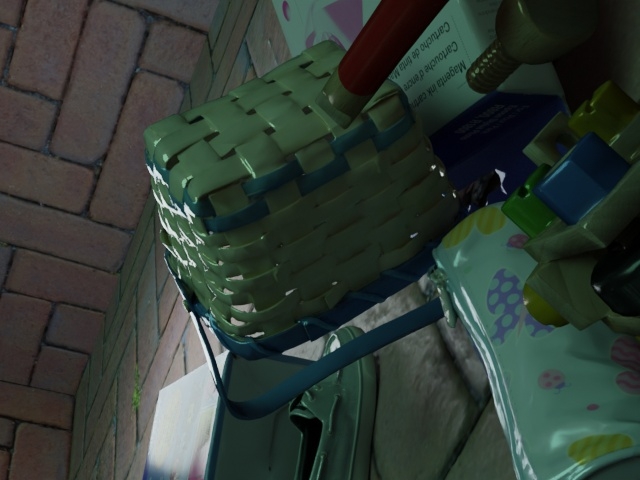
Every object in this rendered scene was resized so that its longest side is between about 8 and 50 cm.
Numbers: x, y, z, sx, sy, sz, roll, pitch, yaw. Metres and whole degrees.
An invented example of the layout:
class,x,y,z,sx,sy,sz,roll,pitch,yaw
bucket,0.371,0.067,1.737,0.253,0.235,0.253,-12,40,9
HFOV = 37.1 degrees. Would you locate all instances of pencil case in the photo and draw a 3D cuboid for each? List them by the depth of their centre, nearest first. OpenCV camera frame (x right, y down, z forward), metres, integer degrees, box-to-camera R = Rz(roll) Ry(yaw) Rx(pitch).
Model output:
class,x,y,z,sx,sy,sz,roll,pitch,yaw
pencil case,0.157,0.082,0.623,0.273,0.124,0.113,-105,36,-55

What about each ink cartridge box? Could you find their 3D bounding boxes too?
class,x,y,z,sx,sy,sz,roll,pitch,yaw
ink cartridge box,0.075,-0.150,0.856,0.330,0.071,0.324,71,158,7
ink cartridge box,-0.132,0.312,1.220,0.395,0.151,0.270,141,141,-61

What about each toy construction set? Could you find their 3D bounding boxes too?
class,x,y,z,sx,sy,sz,roll,pitch,yaw
toy construction set,0.145,-0.039,0.525,0.237,0.308,0.257,137,152,-65

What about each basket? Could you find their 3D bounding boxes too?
class,x,y,z,sx,sy,sz,roll,pitch,yaw
basket,0.000,0.000,0.790,0.201,0.254,0.289,44,158,52

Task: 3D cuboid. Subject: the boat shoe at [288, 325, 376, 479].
class,x,y,z,sx,sy,sz,roll,pitch,yaw
boat shoe,0.007,0.191,1.018,0.079,0.081,0.228,134,146,-54
